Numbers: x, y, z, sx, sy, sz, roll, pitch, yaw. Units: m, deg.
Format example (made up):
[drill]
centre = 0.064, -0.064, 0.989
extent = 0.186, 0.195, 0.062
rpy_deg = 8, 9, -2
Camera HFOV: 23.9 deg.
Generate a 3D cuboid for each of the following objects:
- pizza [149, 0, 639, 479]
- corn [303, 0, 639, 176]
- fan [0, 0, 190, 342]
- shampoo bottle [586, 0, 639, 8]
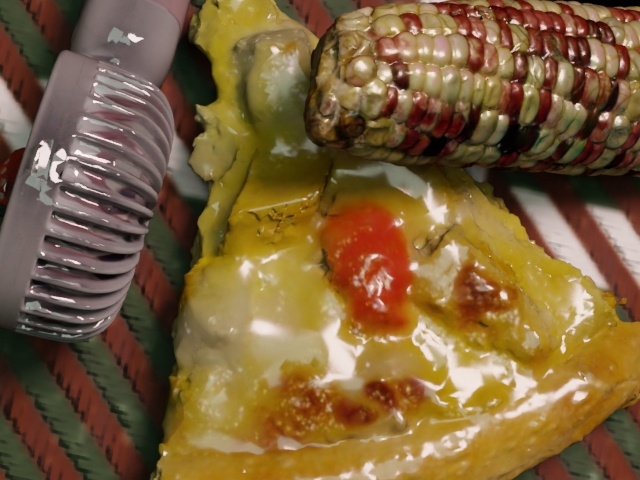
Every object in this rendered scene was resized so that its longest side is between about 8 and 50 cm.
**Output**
[pizza]
centre = 0.000, 0.000, 0.735
extent = 0.280, 0.075, 0.287
rpy_deg = -24, 86, -12
[corn]
centre = 0.100, -0.073, 0.723
extent = 0.253, 0.086, 0.086
rpy_deg = -2, 81, -30
[fan]
centre = -0.104, -0.070, 0.716
extent = 0.074, 0.130, 0.244
rpy_deg = 17, 65, -9
[shampoo bottle]
centre = 0.185, -0.253, 0.787
extent = 0.104, 0.104, 0.278
rpy_deg = 18, 79, -5
